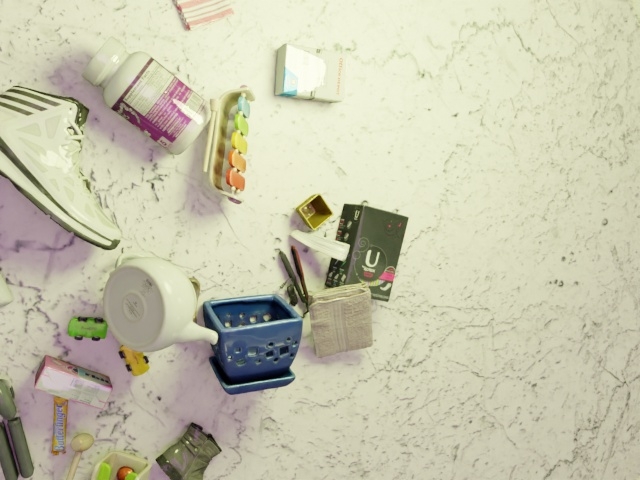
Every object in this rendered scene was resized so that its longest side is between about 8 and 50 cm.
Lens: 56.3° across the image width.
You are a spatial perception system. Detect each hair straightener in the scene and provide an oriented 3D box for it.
[{"bbox_3d":[-0.087,0.135,1.805,0.089,0.047,0.230,-20,108,-20],"label":"hair straightener"}]

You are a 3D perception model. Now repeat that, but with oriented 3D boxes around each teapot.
[{"bbox_3d":[-0.410,0.151,1.517,0.187,0.253,0.255,-10,95,-62],"label":"teapot"}]

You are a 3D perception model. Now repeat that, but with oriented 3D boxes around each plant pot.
[{"bbox_3d":[-0.193,0.290,1.673,0.236,0.236,0.211,-4,104,-23],"label":"plant pot"},{"bbox_3d":[-0.027,-0.087,1.778,0.081,0.083,0.081,-40,109,-16],"label":"plant pot"}]

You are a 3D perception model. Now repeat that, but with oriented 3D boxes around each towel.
[{"bbox_3d":[-0.333,-0.680,1.610,0.144,0.029,0.196,-29,106,-19],"label":"towel"},{"bbox_3d":[0.064,0.245,1.786,0.187,0.049,0.282,-11,132,-3],"label":"towel"}]

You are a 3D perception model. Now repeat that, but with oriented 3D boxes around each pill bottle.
[{"bbox_3d":[-0.439,-0.369,1.522,0.302,0.169,0.169,37,81,-22],"label":"pill bottle"}]

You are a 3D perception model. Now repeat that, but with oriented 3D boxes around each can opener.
[{"bbox_3d":[-0.790,0.482,1.501,0.076,0.095,0.283,-14,101,-21],"label":"can opener"}]

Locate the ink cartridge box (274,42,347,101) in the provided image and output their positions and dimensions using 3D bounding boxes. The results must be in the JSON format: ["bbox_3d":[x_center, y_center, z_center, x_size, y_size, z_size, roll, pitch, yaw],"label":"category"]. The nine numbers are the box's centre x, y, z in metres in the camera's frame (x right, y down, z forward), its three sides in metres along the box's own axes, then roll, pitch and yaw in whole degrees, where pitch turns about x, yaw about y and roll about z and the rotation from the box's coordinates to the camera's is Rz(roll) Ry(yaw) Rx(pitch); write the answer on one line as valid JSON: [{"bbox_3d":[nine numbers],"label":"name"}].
[{"bbox_3d":[-0.028,-0.481,1.736,0.191,0.082,0.139,3,95,-25],"label":"ink cartridge box"}]

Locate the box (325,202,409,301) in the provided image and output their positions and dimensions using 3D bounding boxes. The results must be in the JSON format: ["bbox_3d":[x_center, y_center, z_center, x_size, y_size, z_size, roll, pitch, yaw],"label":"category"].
[{"bbox_3d":[0.140,0.035,1.832,0.165,0.143,0.270,13,90,-24],"label":"box"}]

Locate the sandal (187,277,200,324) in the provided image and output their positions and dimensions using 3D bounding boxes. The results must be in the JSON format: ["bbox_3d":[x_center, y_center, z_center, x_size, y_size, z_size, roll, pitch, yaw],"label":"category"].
[{"bbox_3d":[-0.373,0.195,1.677,0.072,0.049,0.180,10,92,-24],"label":"sandal"}]

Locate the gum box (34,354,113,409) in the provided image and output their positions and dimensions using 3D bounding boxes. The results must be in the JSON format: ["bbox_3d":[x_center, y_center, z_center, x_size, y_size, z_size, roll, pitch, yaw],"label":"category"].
[{"bbox_3d":[-0.633,0.369,1.550,0.189,0.107,0.062,27,85,-24],"label":"gum box"}]

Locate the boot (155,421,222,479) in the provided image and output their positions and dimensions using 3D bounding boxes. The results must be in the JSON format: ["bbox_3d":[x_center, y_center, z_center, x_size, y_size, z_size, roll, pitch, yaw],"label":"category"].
[{"bbox_3d":[-0.343,0.658,1.728,0.161,0.083,0.246,-40,111,-21],"label":"boot"}]

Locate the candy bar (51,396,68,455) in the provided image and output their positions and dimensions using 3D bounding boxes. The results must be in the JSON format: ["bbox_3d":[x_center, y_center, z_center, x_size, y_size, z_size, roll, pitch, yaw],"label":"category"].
[{"bbox_3d":[-0.691,0.492,1.588,0.040,0.018,0.161,3,94,-24],"label":"candy bar"}]

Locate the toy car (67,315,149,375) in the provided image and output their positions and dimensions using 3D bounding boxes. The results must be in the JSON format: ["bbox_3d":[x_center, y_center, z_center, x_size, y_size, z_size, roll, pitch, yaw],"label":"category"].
[{"bbox_3d":[-0.555,0.236,1.601,0.225,0.053,0.238,10,91,-24],"label":"toy car"}]

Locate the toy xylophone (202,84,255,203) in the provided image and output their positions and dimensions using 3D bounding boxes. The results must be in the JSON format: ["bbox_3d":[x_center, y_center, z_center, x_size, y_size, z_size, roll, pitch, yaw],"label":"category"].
[{"bbox_3d":[-0.242,-0.256,1.600,0.081,0.236,0.322,6,97,3],"label":"toy xylophone"}]

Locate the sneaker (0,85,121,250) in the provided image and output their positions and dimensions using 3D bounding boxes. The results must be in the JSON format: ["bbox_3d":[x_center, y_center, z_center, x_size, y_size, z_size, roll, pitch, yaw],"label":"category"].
[{"bbox_3d":[-0.613,-0.193,1.464,0.447,0.169,0.257,45,80,-19],"label":"sneaker"}]

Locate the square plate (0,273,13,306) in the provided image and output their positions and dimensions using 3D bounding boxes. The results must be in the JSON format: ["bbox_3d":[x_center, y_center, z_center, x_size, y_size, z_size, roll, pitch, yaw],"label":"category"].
[{"bbox_3d":[-0.955,0.069,1.375,0.348,0.049,0.343,-22,115,-18],"label":"square plate"}]

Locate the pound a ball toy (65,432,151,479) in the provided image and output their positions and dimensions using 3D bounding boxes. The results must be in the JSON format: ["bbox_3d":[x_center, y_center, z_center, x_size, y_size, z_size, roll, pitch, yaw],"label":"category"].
[{"bbox_3d":[-0.587,0.687,1.612,0.208,0.136,0.318,16,92,6],"label":"pound a ball toy"}]

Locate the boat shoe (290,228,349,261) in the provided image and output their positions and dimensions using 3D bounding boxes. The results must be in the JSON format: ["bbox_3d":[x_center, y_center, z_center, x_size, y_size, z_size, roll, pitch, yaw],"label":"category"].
[{"bbox_3d":[0.000,0.000,1.770,0.063,0.184,0.066,-65,159,-1],"label":"boat shoe"}]
